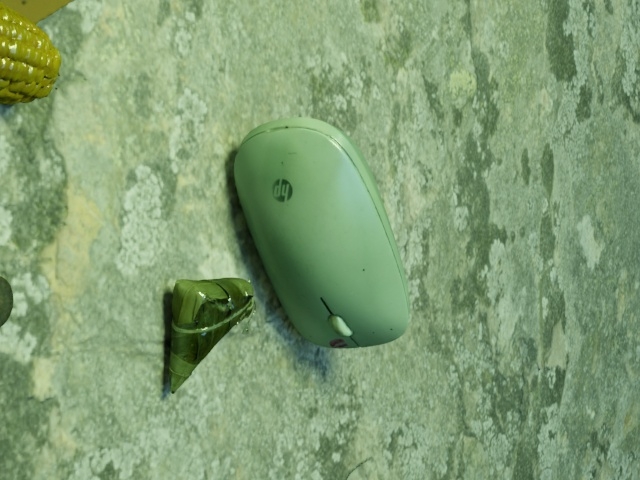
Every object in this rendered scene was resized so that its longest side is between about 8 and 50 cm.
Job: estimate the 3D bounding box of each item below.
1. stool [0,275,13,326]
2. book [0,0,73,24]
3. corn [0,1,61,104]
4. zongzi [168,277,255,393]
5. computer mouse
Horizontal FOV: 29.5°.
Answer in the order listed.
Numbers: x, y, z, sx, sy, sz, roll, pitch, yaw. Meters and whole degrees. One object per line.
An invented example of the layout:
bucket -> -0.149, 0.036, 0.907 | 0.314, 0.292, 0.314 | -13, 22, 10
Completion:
stool -> -0.371, 0.005, 0.854 | 0.272, 0.179, 0.272 | 0, 90, -51
book -> -0.237, -0.396, 1.014 | 0.269, 0.032, 0.388 | -39, 134, -22
corn -> -0.331, -0.172, 0.967 | 0.313, 0.102, 0.101 | 5, 87, -53
zongzi -> -0.117, 0.098, 1.293 | 0.109, 0.055, 0.119 | -4, 106, -54
computer mouse -> -0.002, 0.002, 1.341 | 0.097, 0.160, 0.288 | -49, 127, -59
